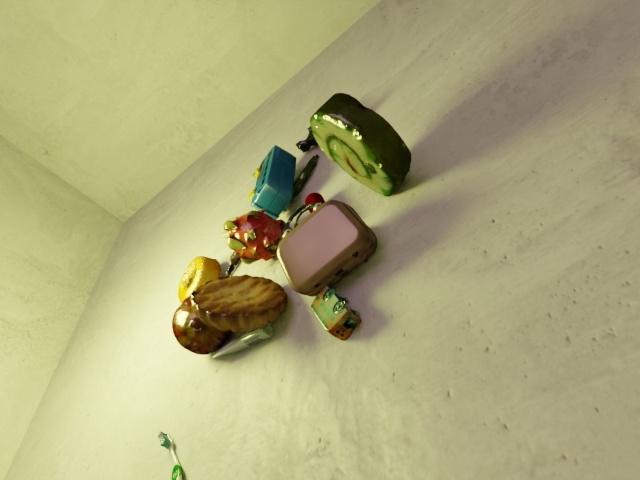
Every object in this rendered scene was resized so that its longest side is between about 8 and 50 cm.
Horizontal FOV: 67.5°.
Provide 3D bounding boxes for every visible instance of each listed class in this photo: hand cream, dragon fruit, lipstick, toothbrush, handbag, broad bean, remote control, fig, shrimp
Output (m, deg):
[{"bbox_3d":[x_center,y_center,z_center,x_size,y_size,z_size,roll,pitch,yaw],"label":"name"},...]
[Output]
[{"bbox_3d":[-0.268,0.349,1.646,0.255,0.048,0.079,-26,4,29],"label":"hand cream"},{"bbox_3d":[-0.251,-0.016,1.891,0.227,0.224,0.224,-12,45,40],"label":"dragon fruit"},{"bbox_3d":[0.003,-0.103,1.803,0.080,0.080,0.241,-42,31,9],"label":"lipstick"},{"bbox_3d":[-0.428,0.715,1.445,0.042,0.040,0.418,-52,35,-4],"label":"toothbrush"},{"bbox_3d":[0.000,0.000,1.527,0.302,0.149,0.283,-42,64,15],"label":"handbag"},{"bbox_3d":[-0.077,-0.284,2.151,0.297,0.043,0.060,-60,12,-22],"label":"broad bean"},{"bbox_3d":[-0.442,-0.064,2.368,0.074,0.032,0.122,-15,44,42],"label":"remote control"},{"bbox_3d":[-0.431,0.306,1.754,0.224,0.224,0.263,-50,31,-4],"label":"fig"},{"bbox_3d":[-0.338,0.042,2.082,0.117,0.066,0.262,-5,52,50],"label":"shrimp"}]

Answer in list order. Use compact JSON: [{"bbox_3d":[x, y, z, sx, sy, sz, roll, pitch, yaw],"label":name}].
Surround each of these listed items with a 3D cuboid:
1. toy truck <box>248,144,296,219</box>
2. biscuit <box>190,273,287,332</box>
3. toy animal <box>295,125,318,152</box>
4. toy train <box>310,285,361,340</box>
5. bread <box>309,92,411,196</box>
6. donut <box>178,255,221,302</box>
[{"bbox_3d":[-0.207,-0.262,2.131,0.162,0.161,0.384,-48,23,33],"label":"toy truck"},{"bbox_3d":[-0.273,0.214,1.623,0.326,0.326,0.107,-138,49,-60],"label":"biscuit"},{"bbox_3d":[0.020,-0.513,2.239,0.343,0.106,0.168,-6,56,57],"label":"toy animal"},{"bbox_3d":[0.042,0.210,1.393,0.099,0.072,0.188,-46,30,2],"label":"toy train"},{"bbox_3d":[0.126,-0.315,1.609,0.129,0.366,0.382,-47,32,-10],"label":"bread"},{"bbox_3d":[-0.538,0.188,2.131,0.253,0.118,0.253,-33,44,39],"label":"donut"}]
